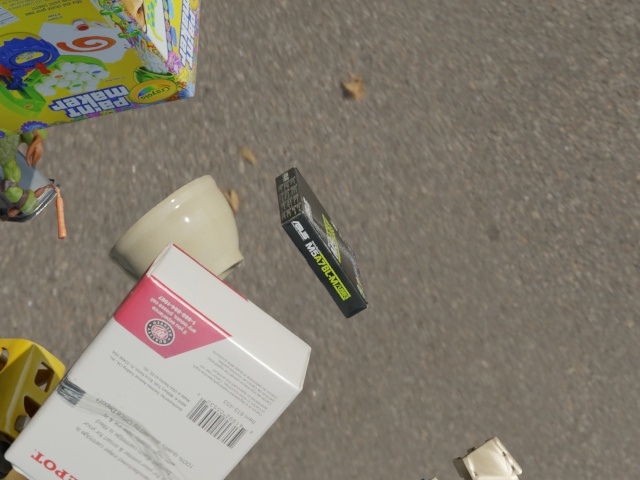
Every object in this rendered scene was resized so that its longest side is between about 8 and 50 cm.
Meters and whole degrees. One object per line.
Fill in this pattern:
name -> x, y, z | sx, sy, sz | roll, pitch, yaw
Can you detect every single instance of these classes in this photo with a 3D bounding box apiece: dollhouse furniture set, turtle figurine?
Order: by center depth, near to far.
turtle figurine -> -0.447, -0.112, 1.390 | 0.217, 0.087, 0.270 | -15, 98, -6
dollhouse furniture set -> 0.195, 0.498, 1.760 | 0.286, 0.303, 0.198 | -30, 80, -15

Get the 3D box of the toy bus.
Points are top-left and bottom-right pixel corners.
toy bus -> -0.377, 0.215, 1.255 | 0.104, 0.191, 0.202 | -3, 102, 25

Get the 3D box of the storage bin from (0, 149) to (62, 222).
storage bin -> -0.474, -0.085, 1.597 | 0.098, 0.135, 0.091 | -52, 124, -25

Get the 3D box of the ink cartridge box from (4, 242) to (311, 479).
ink cartridge box -> -0.150, 0.151, 0.990 | 0.172, 0.100, 0.237 | 38, 107, -7

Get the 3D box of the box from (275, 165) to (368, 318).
box -> 0.000, 0.000, 1.591 | 0.045, 0.191, 0.184 | -29, 112, 8

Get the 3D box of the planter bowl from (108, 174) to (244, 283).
planter bowl -> -0.163, 0.013, 1.305 | 0.162, 0.162, 0.109 | -40, 87, 10

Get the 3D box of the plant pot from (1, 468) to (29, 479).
plant pot -> -0.526, 0.399, 1.579 | 0.205, 0.205, 0.188 | 40, 65, -23

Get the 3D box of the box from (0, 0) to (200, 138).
box -> -0.310, -0.261, 1.075 | 0.289, 0.177, 0.279 | -9, 150, 16
